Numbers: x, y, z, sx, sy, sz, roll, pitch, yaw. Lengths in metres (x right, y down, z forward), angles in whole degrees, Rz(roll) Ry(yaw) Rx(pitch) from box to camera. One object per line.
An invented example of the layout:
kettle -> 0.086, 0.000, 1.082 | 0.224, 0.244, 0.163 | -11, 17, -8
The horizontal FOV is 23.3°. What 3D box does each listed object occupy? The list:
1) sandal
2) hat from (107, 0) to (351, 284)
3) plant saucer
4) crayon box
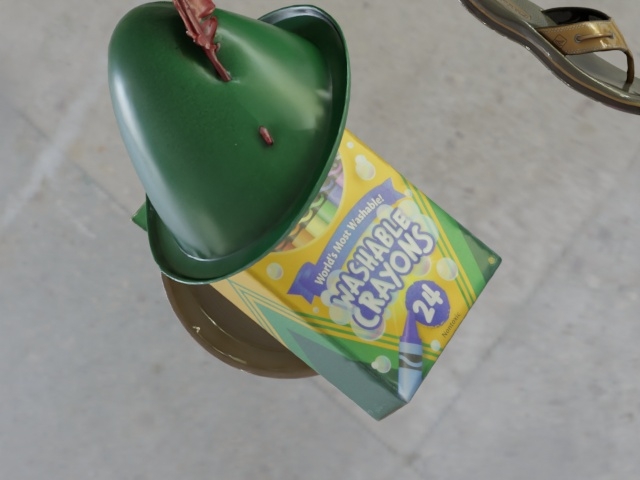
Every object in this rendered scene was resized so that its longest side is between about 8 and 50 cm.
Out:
sandal -> 0.212, -0.176, 1.307 | 0.219, 0.090, 0.060 | 37, 114, 2
hat -> -0.103, -0.104, 0.856 | 0.173, 0.183, 0.208 | -30, 45, 33
plant saucer -> -0.043, 0.022, 1.742 | 0.278, 0.041, 0.278 | 2, 108, 7
crayon box -> 0.000, 0.000, 1.558 | 0.323, 0.083, 0.203 | 39, 60, -4
